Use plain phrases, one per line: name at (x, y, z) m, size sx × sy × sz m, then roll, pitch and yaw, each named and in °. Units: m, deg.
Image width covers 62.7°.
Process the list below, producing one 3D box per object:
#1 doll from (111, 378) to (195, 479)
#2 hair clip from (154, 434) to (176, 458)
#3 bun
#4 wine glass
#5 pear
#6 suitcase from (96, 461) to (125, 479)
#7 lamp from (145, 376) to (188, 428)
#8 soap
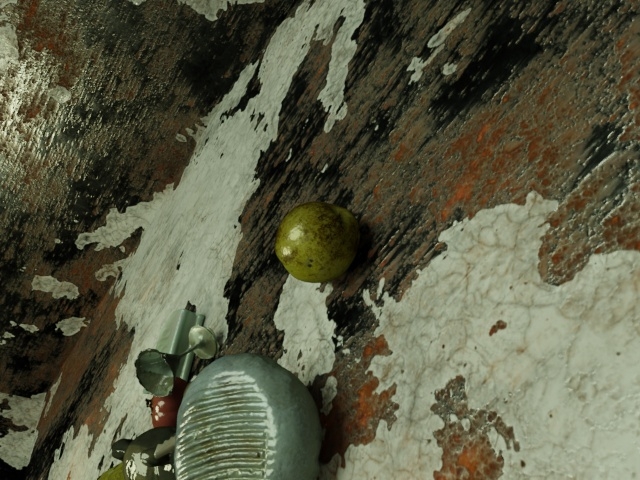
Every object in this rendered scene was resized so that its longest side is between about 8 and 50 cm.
doll at (-0.343, 0.534, 1.389) m, size 0.382 × 0.252 × 0.379 m, roll -18°, pitch 22°, yaw 38°
hair clip at (-0.285, 0.420, 1.217) m, size 0.072 × 0.034 × 0.226 m, roll 12°, pitch 43°, yaw 37°
bun at (-0.147, 0.420, 1.091) m, size 0.361 × 0.211 × 0.362 m, roll -11°, pitch 66°, yaw 27°
wine glass at (-0.421, 0.349, 1.577) m, size 0.156 × 0.232 × 0.156 m, roll 8°, pitch 107°, yaw 26°
pear at (0.000, 0.000, 1.219) m, size 0.197 × 0.197 × 0.197 m, roll -37°, pitch 41°, yaw 39°
suitcase at (-0.579, 0.761, 1.556) m, size 0.234 × 0.143 × 0.194 m, roll -31°, pitch 13°, yaw 4°
lamp at (-0.460, 0.508, 1.600) m, size 0.182 × 0.140 × 0.182 m, roll 179°, pitch 90°, yaw -76°
soap at (-0.512, 0.395, 1.826) m, size 0.172 × 0.095 × 0.290 m, roll -20°, pitch 52°, yaw 50°
